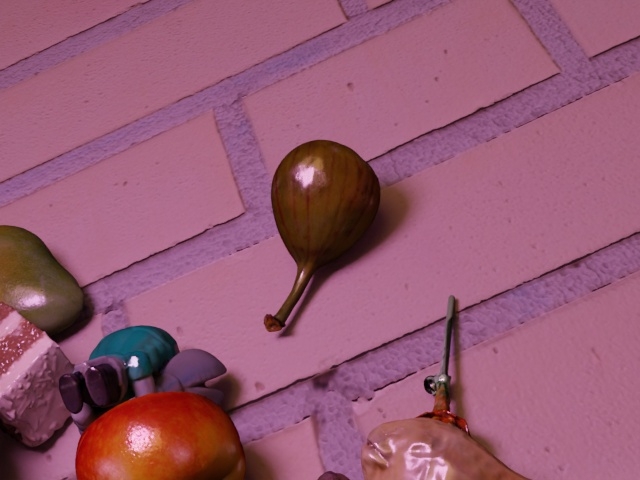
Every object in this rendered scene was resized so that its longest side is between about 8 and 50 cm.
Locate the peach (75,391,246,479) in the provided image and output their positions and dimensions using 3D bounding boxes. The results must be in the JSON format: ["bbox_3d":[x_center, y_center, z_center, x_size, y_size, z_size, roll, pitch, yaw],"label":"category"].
[{"bbox_3d":[-0.188,0.257,1.397,0.192,0.190,0.190,27,66,40],"label":"peach"}]

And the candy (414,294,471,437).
[{"bbox_3d":[0.143,0.163,1.405,0.078,0.084,0.288,-13,38,21],"label":"candy"}]

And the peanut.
[{"bbox_3d":[0.166,0.277,1.213,0.290,0.130,0.130,32,67,19],"label":"peanut"}]

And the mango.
[{"bbox_3d":[-0.448,0.068,1.760,0.251,0.114,0.156,34,59,30],"label":"mango"}]

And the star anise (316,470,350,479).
[{"bbox_3d":[-0.021,0.388,1.243,0.315,0.108,0.315,-16,44,16],"label":"star anise"}]

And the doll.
[{"bbox_3d":[-0.247,0.189,1.494,0.195,0.153,0.258,-13,0,38],"label":"doll"}]

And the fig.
[{"bbox_3d":[0.000,0.000,1.597,0.151,0.151,0.259,-1,73,26],"label":"fig"}]

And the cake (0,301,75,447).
[{"bbox_3d":[-0.401,0.181,1.606,0.147,0.135,0.134,17,57,37],"label":"cake"}]
